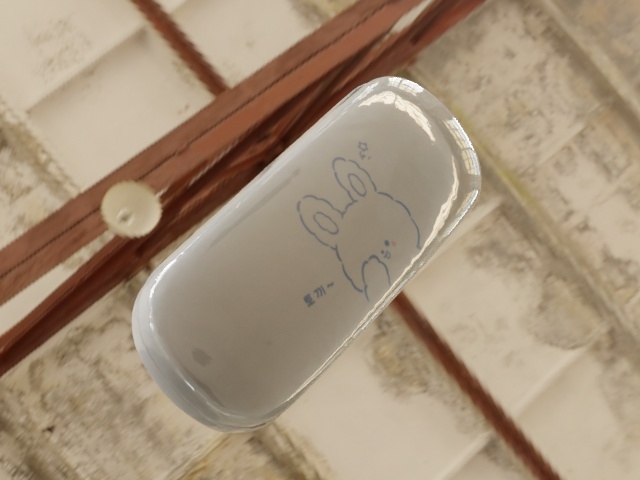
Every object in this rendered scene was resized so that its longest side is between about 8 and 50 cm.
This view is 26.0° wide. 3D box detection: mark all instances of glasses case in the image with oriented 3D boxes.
[{"bbox_3d":[0.000,0.000,0.683,0.092,0.059,0.233,49,-129,-3],"label":"glasses case"}]
